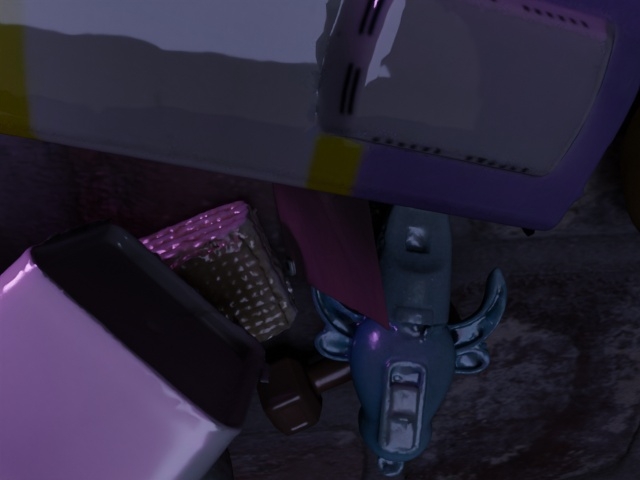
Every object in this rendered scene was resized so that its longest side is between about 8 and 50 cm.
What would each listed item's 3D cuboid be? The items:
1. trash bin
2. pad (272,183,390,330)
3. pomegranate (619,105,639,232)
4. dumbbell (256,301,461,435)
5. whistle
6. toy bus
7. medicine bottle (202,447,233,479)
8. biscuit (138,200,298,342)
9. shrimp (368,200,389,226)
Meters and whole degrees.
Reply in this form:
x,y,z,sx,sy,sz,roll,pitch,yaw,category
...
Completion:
x,y,z,sx,sy,sz,roll,pitch,yaw,category
-0.245,0.164,0.486,0.296,0.256,0.367,42,97,-3,trash bin
0.000,0.000,0.561,0.006,0.188,0.113,-17,108,-23,pad
0.401,-0.069,0.603,0.233,0.233,0.233,-5,121,-9,pomegranate
0.044,0.128,0.715,0.231,0.082,0.092,-25,123,3,dumbbell
0.079,0.089,0.622,0.186,0.093,0.273,6,92,1,whistle
-0.005,-0.157,0.440,0.440,0.249,0.209,10,117,-17,toy bus
-0.167,0.245,0.701,0.148,0.143,0.147,-4,122,-6,medicine bottle
-0.236,0.100,0.640,0.426,0.078,0.144,-22,122,3,biscuit
0.022,-0.013,0.660,0.195,0.035,0.147,20,116,-23,shrimp
